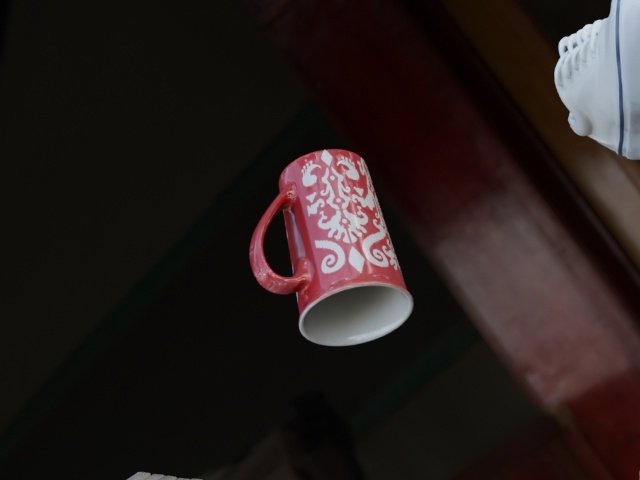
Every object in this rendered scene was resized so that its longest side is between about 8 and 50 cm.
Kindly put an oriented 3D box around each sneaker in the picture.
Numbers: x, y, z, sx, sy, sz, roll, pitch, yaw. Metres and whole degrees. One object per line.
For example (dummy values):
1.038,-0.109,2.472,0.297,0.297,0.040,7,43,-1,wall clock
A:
0.235,-0.140,1.406,0.258,0.091,0.094,73,-148,-63,sneaker

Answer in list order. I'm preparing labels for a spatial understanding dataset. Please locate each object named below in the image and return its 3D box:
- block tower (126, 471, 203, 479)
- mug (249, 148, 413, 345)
-0.058,0.290,1.628,0.336,0.091,0.097,1,16,33,block tower
0.009,-0.003,1.679,0.113,0.169,0.150,-28,-35,23,mug
